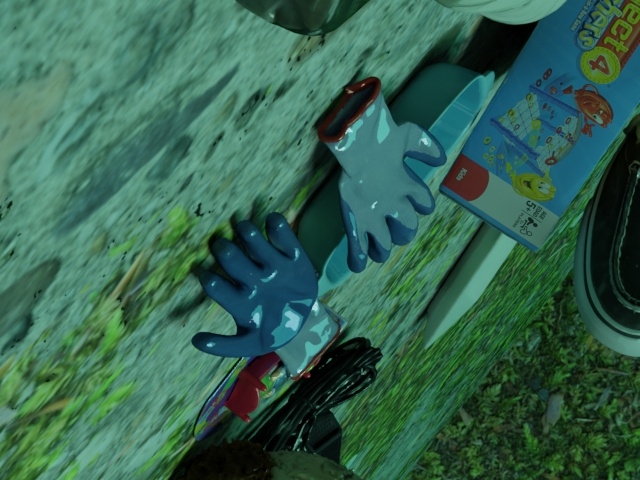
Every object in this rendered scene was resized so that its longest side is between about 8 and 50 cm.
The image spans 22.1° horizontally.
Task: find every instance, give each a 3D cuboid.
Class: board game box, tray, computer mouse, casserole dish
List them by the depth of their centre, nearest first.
[{"bbox_3d":[0.044,-0.046,1.082,0.188,0.037,0.114,-51,168,-5],"label":"casserole dish"},{"bbox_3d":[0.236,-0.187,1.182,0.302,0.086,0.308,-50,171,-49],"label":"board game box"},{"bbox_3d":[-0.029,0.095,1.240,0.168,0.033,0.133,-52,169,0],"label":"board game box"},{"bbox_3d":[-0.032,0.212,1.523,0.188,0.072,0.272,-41,152,-35],"label":"computer mouse"},{"bbox_3d":[0.196,-0.004,1.812,0.145,0.030,0.270,-34,159,-54],"label":"tray"}]

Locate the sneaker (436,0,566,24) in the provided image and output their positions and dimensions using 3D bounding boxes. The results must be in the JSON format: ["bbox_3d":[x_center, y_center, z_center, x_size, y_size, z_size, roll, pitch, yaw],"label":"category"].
[{"bbox_3d":[0.130,-0.200,0.826,0.115,0.090,0.232,-25,151,-58],"label":"sneaker"}]

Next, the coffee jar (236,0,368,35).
[{"bbox_3d":[0.035,-0.159,0.593,0.184,0.079,0.096,-43,162,-33],"label":"coffee jar"}]

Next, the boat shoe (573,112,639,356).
[{"bbox_3d":[0.268,-0.067,1.134,0.306,0.113,0.105,-57,168,-13],"label":"boat shoe"}]

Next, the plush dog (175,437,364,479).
[{"bbox_3d":[-0.014,0.252,1.308,0.225,0.262,0.210,114,2,-52],"label":"plush dog"}]

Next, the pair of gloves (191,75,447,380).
[{"bbox_3d":[0.000,0.000,0.980,0.198,0.023,0.159,-48,147,-10],"label":"pair of gloves"}]
